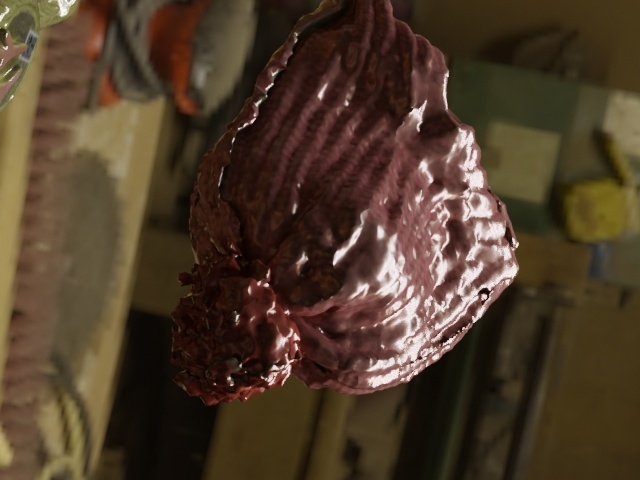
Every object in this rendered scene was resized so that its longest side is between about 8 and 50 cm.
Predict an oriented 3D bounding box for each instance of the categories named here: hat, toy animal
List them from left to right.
[{"bbox_3d":[-0.181,-0.107,0.925,0.137,0.098,0.098,-51,148,-56],"label":"toy animal"},{"bbox_3d":[0.000,0.000,1.167,0.237,0.107,0.286,56,49,-15],"label":"hat"}]
